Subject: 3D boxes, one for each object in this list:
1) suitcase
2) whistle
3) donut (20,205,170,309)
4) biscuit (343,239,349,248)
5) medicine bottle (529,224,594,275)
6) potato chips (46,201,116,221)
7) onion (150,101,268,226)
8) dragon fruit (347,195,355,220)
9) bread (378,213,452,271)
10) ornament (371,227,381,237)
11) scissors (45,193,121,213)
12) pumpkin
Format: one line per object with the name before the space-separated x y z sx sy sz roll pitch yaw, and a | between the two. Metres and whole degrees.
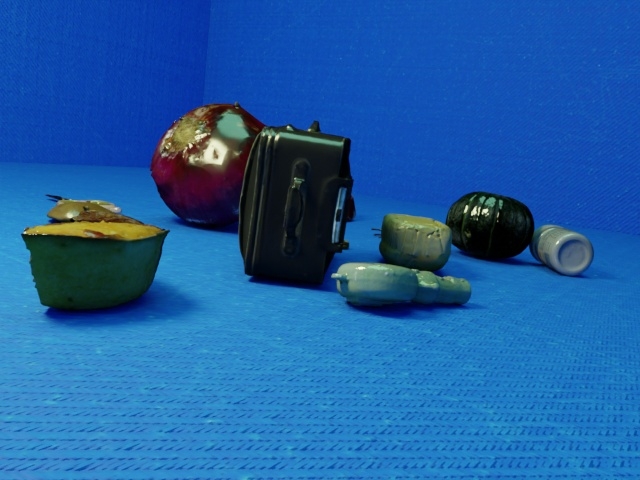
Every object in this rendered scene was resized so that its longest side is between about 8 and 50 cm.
suitcase | -0.037 -0.086 1.245 0.194 0.283 0.434 9 10 0
whistle | 0.128 0.074 1.032 0.258 0.067 0.126 7 -6 -30
donut | -0.286 0.024 0.902 0.151 0.112 0.295 8 9 -6
biscuit | 0.000 -0.001 1.567 0.138 0.031 0.205 6 10 -5
medicine bottle | 0.577 0.021 1.587 0.105 0.105 0.168 6 9 -1
potato chips | -0.549 -0.064 1.527 0.150 0.049 0.201 12 2 4
onion | -0.242 -0.163 1.730 0.347 0.348 0.385 12 -25 34
dragon fruit | 0.041 -0.135 2.194 0.189 0.163 0.261 36 14 9
bread | 0.197 0.005 1.401 0.139 0.106 0.236 5 8 -2
ornament | 0.213 -0.019 1.860 0.125 0.028 0.073 1 10 -20
scissors | -0.666 -0.104 1.786 0.317 0.024 0.160 13 11 40
pumpkin | 0.426 -0.036 1.663 0.220 0.162 0.220 14 3 -1
